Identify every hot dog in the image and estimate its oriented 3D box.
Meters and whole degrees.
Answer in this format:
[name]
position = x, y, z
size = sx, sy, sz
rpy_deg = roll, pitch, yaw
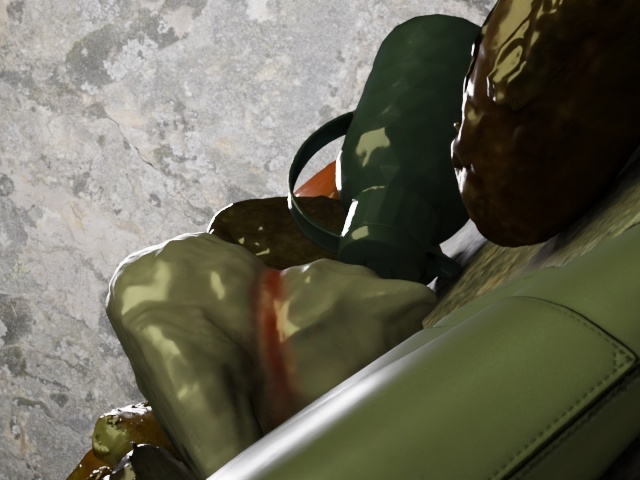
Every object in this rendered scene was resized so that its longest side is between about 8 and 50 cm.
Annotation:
[hot dog]
position = -0.143, 0.193, 1.318
size = 0.289, 0.083, 0.068
rpy_deg = 10, -93, -70

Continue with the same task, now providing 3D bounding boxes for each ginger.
[ginger]
position = 0.195, -0.150, 0.876
size = 0.321, 0.172, 0.165
rpy_deg = -47, 40, -3

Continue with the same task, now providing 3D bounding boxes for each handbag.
[handbag]
position = 0.087, 0.072, 0.555
size = 0.315, 0.109, 0.241
rpy_deg = -34, -1, -18

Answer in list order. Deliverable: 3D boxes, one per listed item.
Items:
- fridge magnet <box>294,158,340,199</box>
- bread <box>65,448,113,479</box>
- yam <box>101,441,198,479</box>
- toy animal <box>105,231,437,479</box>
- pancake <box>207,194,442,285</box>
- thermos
[fridge magnet]
position = 0.002, 0.002, 1.834
size = 0.363, 0.155, 0.363
rpy_deg = -48, 2, 2
[bread]
position = -0.216, 0.285, 1.310
size = 0.160, 0.147, 0.260
rpy_deg = -50, 2, 6
[yam]
position = -0.190, 0.291, 0.995
size = 0.280, 0.131, 0.131
rpy_deg = -47, 3, 0
[toy animal]
position = -0.040, 0.088, 0.900
size = 0.188, 0.266, 0.308
rpy_deg = -37, -25, -13
[pancake]
position = 0.000, 0.000, 1.252
size = 0.242, 0.241, 0.050
rpy_deg = -53, -31, -65
[thermos]
position = 0.074, -0.081, 1.207
size = 0.145, 0.182, 0.286
rpy_deg = 90, -162, -48
